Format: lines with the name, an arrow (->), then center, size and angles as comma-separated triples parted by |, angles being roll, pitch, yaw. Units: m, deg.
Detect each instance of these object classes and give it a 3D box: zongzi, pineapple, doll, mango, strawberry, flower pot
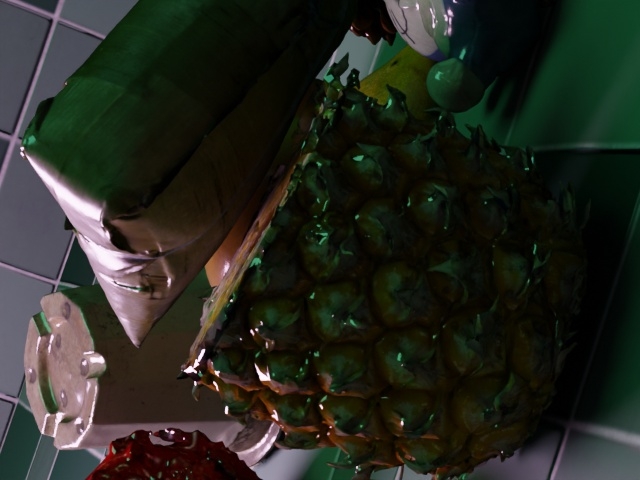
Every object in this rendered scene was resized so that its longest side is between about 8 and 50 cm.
zongzi -> -0.101, -0.101, 1.780 | 0.356, 0.174, 0.393 | -49, -21, -17
pineapple -> 0.065, 0.040, 1.615 | 0.352, 0.300, 0.352 | -160, 90, -83
doll -> 0.135, -0.264, 1.967 | 0.258, 0.154, 0.228 | -135, 29, -59
mango -> 0.056, -0.113, 2.126 | 0.262, 0.109, 0.157 | -64, 15, 11
strawberry -> -0.158, 0.342, 2.059 | 0.220, 0.274, 0.274 | 4, 74, 53
flower pot -> -0.201, 0.144, 2.224 | 0.290, 0.259, 0.290 | 7, 98, 56

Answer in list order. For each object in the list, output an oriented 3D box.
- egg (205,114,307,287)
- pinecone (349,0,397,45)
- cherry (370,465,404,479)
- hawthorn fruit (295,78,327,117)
egg -> 0.000, 0.000, 1.942 | 0.322, 0.250, 0.250 | 135, 151, -69
pinecone -> 0.076, -0.380, 2.168 | 0.292, 0.246, 0.246 | -51, 23, 14
cherry -> 0.043, 0.280, 1.783 | 0.188, 0.115, 0.148 | -92, -12, -64
hawthorn fruit -> -0.040, -0.079, 2.281 | 0.199, 0.199, 0.251 | -175, 80, -71
